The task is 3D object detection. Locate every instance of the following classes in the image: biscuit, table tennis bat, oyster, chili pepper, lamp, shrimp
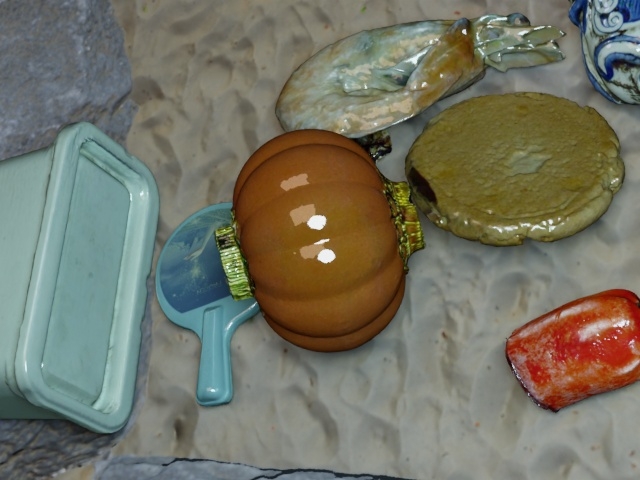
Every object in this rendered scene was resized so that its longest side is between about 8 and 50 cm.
[{"bbox_3d":[0.192,-0.072,1.426,0.226,0.042,0.226,-7,42,6],"label":"biscuit"},{"bbox_3d":[-0.110,0.064,1.530,0.149,0.038,0.237,-10,60,18],"label":"table tennis bat"},{"bbox_3d":[0.015,-0.108,1.562,0.132,0.029,0.086,-2,65,20],"label":"oyster"},{"bbox_3d":[0.270,0.088,1.327,0.192,0.086,0.084,-27,30,20],"label":"chili pepper"},{"bbox_3d":[0.000,0.000,1.405,0.196,0.223,0.223,-14,60,0],"label":"lamp"},{"bbox_3d":[0.101,-0.170,1.513,0.317,0.077,0.168,-11,43,18],"label":"shrimp"}]

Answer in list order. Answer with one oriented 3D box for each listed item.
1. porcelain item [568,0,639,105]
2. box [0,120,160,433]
[{"bbox_3d":[0.371,-0.251,1.387,0.288,0.138,0.186,-36,61,34],"label":"porcelain item"},{"bbox_3d":[-0.305,0.046,1.548,0.182,0.175,0.312,-7,63,29],"label":"box"}]
